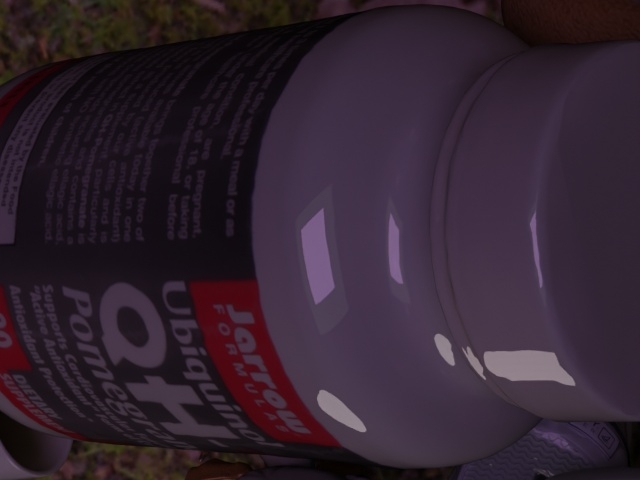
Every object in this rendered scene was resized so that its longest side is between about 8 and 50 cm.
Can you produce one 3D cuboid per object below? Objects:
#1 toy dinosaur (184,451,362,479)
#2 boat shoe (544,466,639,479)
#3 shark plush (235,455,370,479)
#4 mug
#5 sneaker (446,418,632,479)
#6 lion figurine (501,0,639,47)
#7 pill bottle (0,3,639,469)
[{"bbox_3d":[-0.004,0.110,0.856,0.112,0.064,0.212,17,112,5],"label":"toy dinosaur"},{"bbox_3d":[0.206,0.156,0.713,0.302,0.114,0.091,11,124,-11],"label":"boat shoe"},{"bbox_3d":[0.012,0.131,0.777,0.161,0.073,0.067,1,121,29],"label":"shark plush"},{"bbox_3d":[-0.167,0.091,0.915,0.064,0.078,0.062,-19,122,30],"label":"mug"},{"bbox_3d":[0.081,0.155,0.809,0.094,0.091,0.258,32,127,9],"label":"sneaker"},{"bbox_3d":[0.133,-0.159,0.707,0.240,0.142,0.392,17,104,40],"label":"lion figurine"},{"bbox_3d":[0.000,0.000,0.715,0.318,0.176,0.176,-3,96,45],"label":"pill bottle"}]
